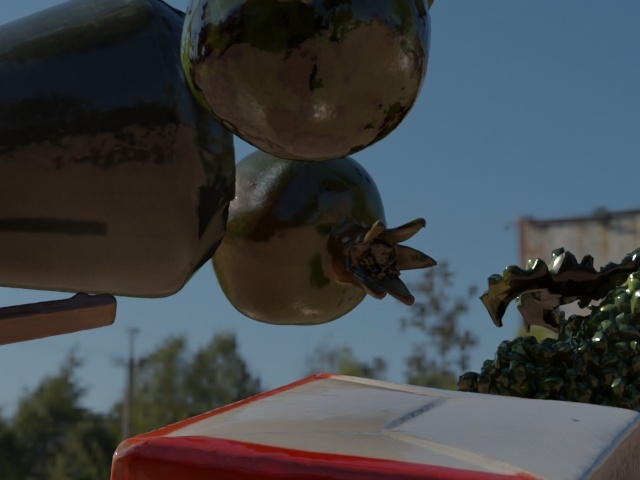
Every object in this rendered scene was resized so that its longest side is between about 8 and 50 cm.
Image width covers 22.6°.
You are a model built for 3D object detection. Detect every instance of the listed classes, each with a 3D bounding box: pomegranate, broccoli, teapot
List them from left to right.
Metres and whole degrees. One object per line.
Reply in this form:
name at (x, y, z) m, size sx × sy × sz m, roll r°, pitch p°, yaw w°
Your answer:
teapot at (-0.251, -0.042, 1.224) m, size 0.344 × 0.300 × 0.253 m, roll -11°, pitch -43°, yaw -21°
pomegranate at (-0.004, -0.119, 0.843) m, size 0.148 × 0.148 × 0.169 m, roll 1°, pitch -16°, yaw -6°
pomegranate at (0.000, 0.000, 1.494) m, size 0.181 × 0.181 × 0.224 m, roll 12°, pitch 1°, yaw -43°
broccoli at (0.284, 0.152, 1.427) m, size 0.324 × 0.334 × 0.272 m, roll 49°, pitch -21°, yaw -28°

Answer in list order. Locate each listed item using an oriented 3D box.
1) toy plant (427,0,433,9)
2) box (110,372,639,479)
toy plant at (-0.010, -0.364, 1.873) m, size 0.316 × 0.184 × 0.224 m, roll 26°, pitch -41°, yaw 7°
box at (0.026, 0.102, 0.499) m, size 0.133 × 0.099 × 0.182 m, roll 3°, pitch 3°, yaw 17°
